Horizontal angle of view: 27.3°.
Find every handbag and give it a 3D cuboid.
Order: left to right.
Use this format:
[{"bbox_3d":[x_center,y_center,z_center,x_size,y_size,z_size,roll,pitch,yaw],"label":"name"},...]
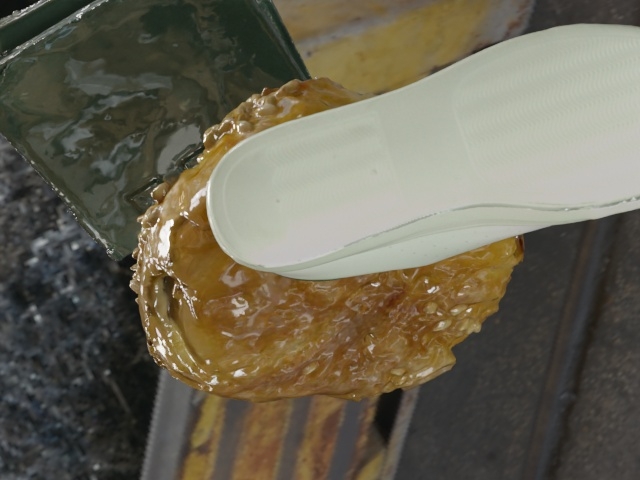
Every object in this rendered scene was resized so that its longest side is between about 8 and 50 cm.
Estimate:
[{"bbox_3d":[-0.137,-0.123,1.149,0.248,0.079,0.260,-26,133,9],"label":"handbag"}]

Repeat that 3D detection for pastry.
[{"bbox_3d":[0.000,0.000,0.998,0.255,0.311,0.162,-60,41,25],"label":"pastry"}]

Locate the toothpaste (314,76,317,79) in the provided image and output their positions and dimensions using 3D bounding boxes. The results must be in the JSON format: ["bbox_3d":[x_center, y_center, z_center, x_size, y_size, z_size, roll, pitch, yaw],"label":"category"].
[{"bbox_3d":[-0.074,-0.070,1.353,0.047,0.248,0.078,31,151,16],"label":"toothpaste"}]

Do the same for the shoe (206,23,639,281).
[{"bbox_3d":[0.076,-0.038,0.676,0.265,0.110,0.095,-11,78,2],"label":"shoe"}]
